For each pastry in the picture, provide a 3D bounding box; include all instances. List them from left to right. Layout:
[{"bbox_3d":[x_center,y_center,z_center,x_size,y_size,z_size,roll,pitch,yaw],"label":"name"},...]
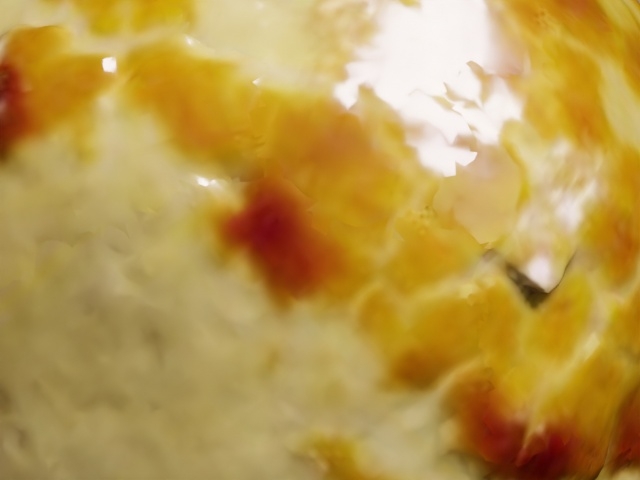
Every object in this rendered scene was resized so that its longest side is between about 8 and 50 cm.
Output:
[{"bbox_3d":[0.000,0.000,0.633,0.388,0.313,0.388,31,43,-34],"label":"pastry"}]
